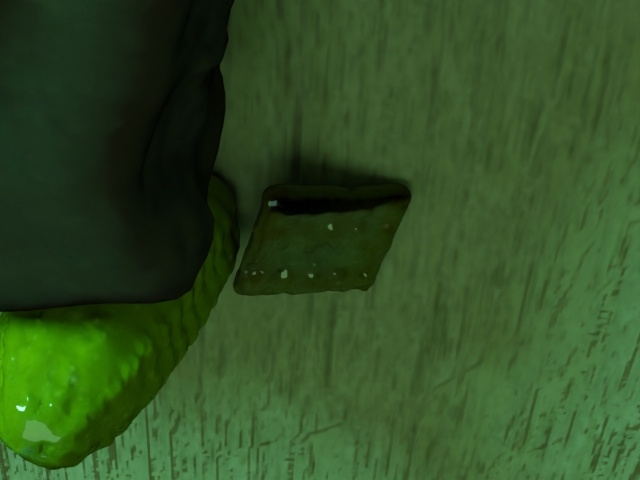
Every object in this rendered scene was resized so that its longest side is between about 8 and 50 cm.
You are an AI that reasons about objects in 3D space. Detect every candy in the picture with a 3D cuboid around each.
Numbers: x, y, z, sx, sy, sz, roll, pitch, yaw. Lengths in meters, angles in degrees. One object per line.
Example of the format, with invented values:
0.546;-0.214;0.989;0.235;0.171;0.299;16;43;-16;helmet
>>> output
-0.106;0.034;0.679;0.094;0.199;0.106;-31;113;28;candy

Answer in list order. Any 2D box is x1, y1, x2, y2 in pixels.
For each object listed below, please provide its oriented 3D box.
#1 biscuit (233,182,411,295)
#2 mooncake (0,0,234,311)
0.000;0.000;0.729;0.083;0.018;0.081;-2;138;-21;biscuit
-0.130;-0.129;0.534;0.333;0.174;0.326;-4;130;18;mooncake
